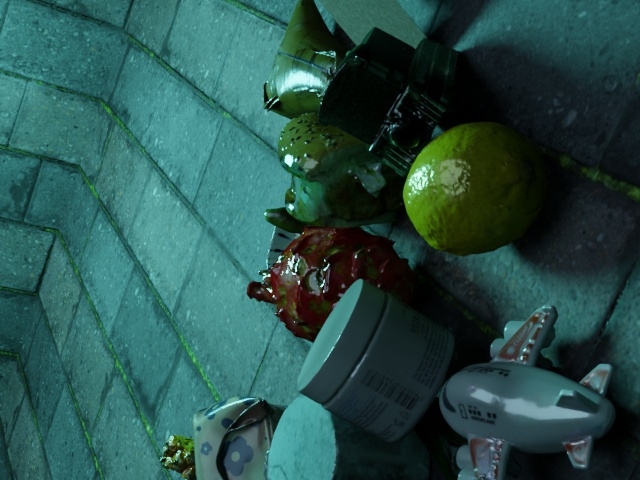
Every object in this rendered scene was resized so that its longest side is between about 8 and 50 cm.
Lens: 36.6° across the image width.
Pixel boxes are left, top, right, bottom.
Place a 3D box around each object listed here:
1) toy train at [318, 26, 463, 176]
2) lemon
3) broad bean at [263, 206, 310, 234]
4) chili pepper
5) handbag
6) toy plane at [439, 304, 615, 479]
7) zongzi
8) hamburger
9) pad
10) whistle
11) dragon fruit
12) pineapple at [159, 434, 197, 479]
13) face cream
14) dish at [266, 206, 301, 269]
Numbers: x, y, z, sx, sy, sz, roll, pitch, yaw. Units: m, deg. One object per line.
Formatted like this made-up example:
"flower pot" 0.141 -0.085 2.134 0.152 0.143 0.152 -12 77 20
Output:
"toy train" 0.110 -0.226 1.431 0.138 0.178 0.330 -60 4 27
"lemon" 0.205 -0.067 1.288 0.193 0.181 0.180 103 161 -48
"broad bean" 0.004 -0.003 1.643 0.069 0.227 0.039 -48 -21 -21
"chili pepper" 0.167 0.268 1.318 0.216 0.062 0.108 37 110 61
"handbag" -0.089 0.380 1.599 0.193 0.190 0.251 -29 61 45
"toy plane" 0.239 0.196 1.147 0.252 0.118 0.252 -35 37 32
"zongzi" 0.012 -0.376 1.824 0.260 0.123 0.289 0 73 56
"hamburger" 0.016 -0.115 1.582 0.288 0.192 0.167 34 129 58
"pad" 0.071 -0.383 1.601 0.002 0.266 0.176 -52 22 -21
"whistle" 0.019 0.395 1.408 0.188 0.168 0.404 18 93 61
"dragon fruit" 0.017 0.071 1.494 0.268 0.205 0.210 -1 50 27
"pineapple" -0.249 0.445 1.950 0.069 0.137 0.116 -64 -12 13
"face cream" 0.075 0.162 1.297 0.177 0.153 0.177 -59 6 11
"dish" -0.027 0.015 1.766 0.191 0.066 0.190 -37 45 50
